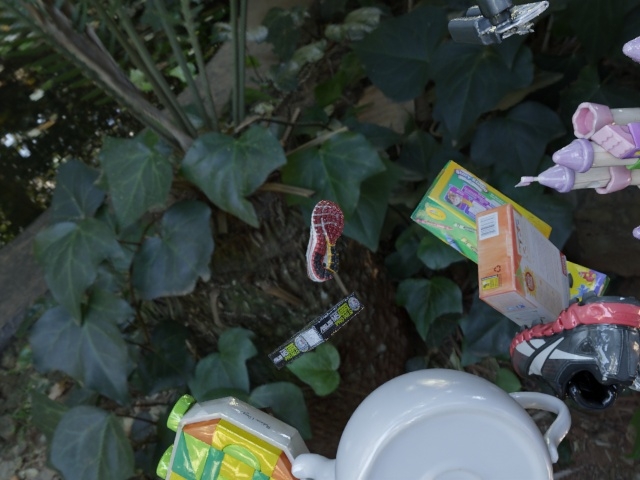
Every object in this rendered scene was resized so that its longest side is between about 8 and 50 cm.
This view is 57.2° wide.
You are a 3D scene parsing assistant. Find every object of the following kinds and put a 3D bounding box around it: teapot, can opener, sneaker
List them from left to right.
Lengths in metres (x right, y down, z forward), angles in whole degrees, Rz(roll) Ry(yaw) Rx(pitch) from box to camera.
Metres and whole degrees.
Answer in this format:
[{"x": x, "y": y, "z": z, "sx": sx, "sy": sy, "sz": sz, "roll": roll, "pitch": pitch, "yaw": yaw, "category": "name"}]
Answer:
[{"x": 0.000, "y": 0.000, "z": 1.511, "sx": 0.093, "sy": 0.088, "sz": 0.225, "roll": 141, "pitch": 142, "yaw": -62, "category": "sneaker"}, {"x": 0.135, "y": 0.253, "z": 0.694, "sx": 0.252, "sy": 0.256, "sz": 0.187, "roll": -61, "pitch": 7, "yaw": 5, "category": "teapot"}, {"x": 0.258, "y": -0.346, "z": 0.893, "sx": 0.074, "sy": 0.093, "sz": 0.280, "roll": -30, "pitch": 15, "yaw": 7, "category": "can opener"}, {"x": 0.340, "y": 0.171, "z": 0.808, "sx": 0.098, "sy": 0.276, "sz": 0.135, "roll": 8, "pitch": 66, "yaw": -6, "category": "sneaker"}]

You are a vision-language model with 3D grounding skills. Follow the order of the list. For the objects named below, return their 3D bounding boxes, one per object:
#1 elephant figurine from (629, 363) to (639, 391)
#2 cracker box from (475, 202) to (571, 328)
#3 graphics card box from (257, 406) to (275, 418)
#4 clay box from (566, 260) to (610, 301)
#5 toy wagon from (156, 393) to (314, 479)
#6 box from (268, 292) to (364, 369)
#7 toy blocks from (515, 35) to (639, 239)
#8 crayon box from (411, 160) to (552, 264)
[{"x": 0.591, "y": 0.205, "z": 1.063, "sx": 0.169, "sy": 0.186, "sz": 0.239, "roll": -31, "pitch": 27, "yaw": -23, "category": "elephant figurine"}, {"x": 0.349, "y": 0.060, "z": 0.995, "sx": 0.067, "sy": 0.232, "sz": 0.155, "roll": -19, "pitch": 53, "yaw": 38, "category": "cracker box"}, {"x": -0.198, "y": 0.572, "z": 1.557, "sx": 0.094, "sy": 0.371, "sz": 0.232, "roll": -24, "pitch": 71, "yaw": 9, "category": "graphics card box"}, {"x": 0.590, "y": 0.110, "z": 1.483, "sx": 0.222, "sy": 0.053, "sz": 0.127, "roll": 24, "pitch": 87, "yaw": 40, "category": "clay box"}, {"x": -0.132, "y": 0.397, "z": 0.923, "sx": 0.267, "sy": 0.344, "sz": 0.068, "roll": 25, "pitch": 31, "yaw": 9, "category": "toy wagon"}, {"x": -0.015, "y": 0.283, "z": 1.824, "sx": 0.216, "sy": 0.060, "sz": 0.270, "roll": -34, "pitch": -5, "yaw": -44, "category": "box"}, {"x": 0.486, "y": -0.127, "z": 0.898, "sx": 0.260, "sy": 0.288, "sz": 0.308, "roll": -5, "pitch": 73, "yaw": -10, "category": "toy blocks"}, {"x": 0.356, "y": -0.038, "z": 1.290, "sx": 0.278, "sy": 0.081, "sz": 0.165, "roll": 35, "pitch": 45, "yaw": 4, "category": "crayon box"}]
